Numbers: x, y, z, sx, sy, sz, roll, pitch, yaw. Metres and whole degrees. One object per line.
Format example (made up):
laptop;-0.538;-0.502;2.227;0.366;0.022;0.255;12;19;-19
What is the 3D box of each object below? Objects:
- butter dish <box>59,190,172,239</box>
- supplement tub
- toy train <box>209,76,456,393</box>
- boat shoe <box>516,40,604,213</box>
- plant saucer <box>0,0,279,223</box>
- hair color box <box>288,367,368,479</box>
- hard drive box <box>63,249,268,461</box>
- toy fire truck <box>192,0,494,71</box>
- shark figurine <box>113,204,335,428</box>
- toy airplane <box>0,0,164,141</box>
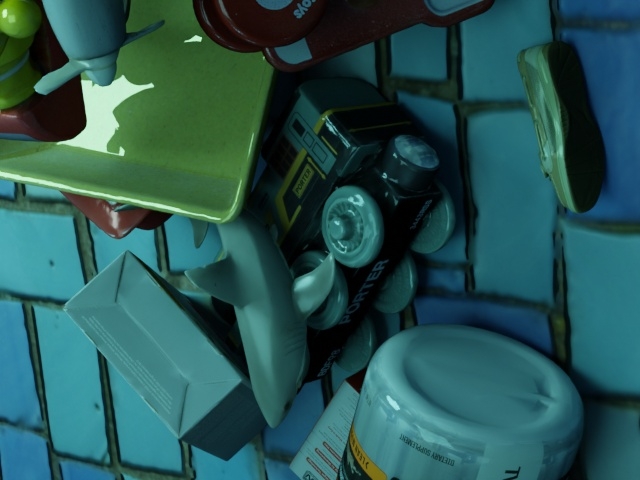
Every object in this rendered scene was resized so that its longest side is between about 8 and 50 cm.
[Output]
butter dish;-0.181;-0.079;1.784;0.160;0.118;0.160;-49;54;-1
supplement tub;0.109;0.266;1.610;0.207;0.207;0.338;29;121;27
toy train;0.000;0.000;1.660;0.190;0.142;0.334;53;132;27
boat shoe;0.210;-0.098;1.506;0.048;0.056;0.153;-8;99;49
plant saucer;-0.159;-0.195;1.676;0.332;0.081;0.333;12;87;31
hair color box;0.030;0.206;1.758;0.072;0.043;0.141;44;126;17
hard drive box;-0.145;0.123;1.744;0.089;0.232;0.181;-42;76;-3
toy fire truck;-0.006;-0.303;1.469;0.169;0.254;0.302;-160;49;-79
shark figurine;-0.092;0.021;1.589;0.278;0.116;0.166;58;134;33
toy airplane;-0.333;-0.234;1.470;0.384;0.272;0.386;30;149;-14
